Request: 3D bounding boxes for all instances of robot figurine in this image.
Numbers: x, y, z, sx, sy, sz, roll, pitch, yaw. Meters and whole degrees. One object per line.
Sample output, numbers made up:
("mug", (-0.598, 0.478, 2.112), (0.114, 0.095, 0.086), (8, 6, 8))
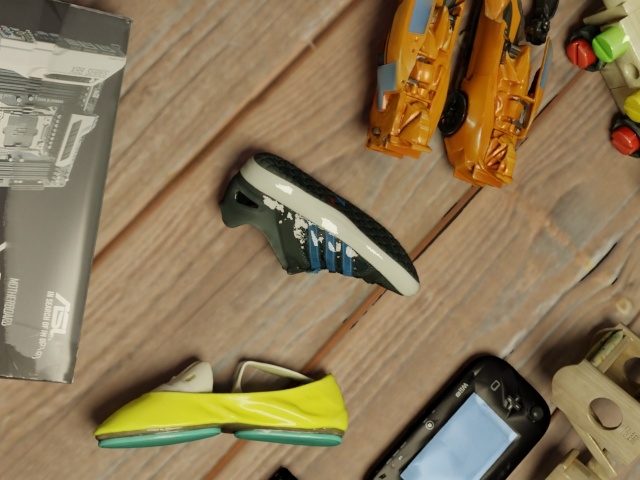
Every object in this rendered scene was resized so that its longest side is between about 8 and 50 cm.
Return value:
("robot figurine", (0.146, -0.206, 0.789), (0.211, 0.085, 0.291), (14, 89, -30))

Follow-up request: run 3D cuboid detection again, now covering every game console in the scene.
("game console", (0.070, 0.256, 0.819), (0.361, 0.044, 0.213), (-46, 103, -10))

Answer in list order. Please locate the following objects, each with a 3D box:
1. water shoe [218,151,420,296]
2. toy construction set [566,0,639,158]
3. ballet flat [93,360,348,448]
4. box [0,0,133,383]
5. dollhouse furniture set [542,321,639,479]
("water shoe", (0.000, 0.000, 0.788), (0.203, 0.073, 0.080), (36, 109, -14))
("toy construction set", (0.356, -0.160, 0.792), (0.151, 0.215, 0.328), (-18, 97, -15))
("ballet flat", (-0.085, 0.147, 0.765), (0.230, 0.077, 0.077), (4, 70, -18))
("box", (-0.298, -0.051, 0.687), (0.242, 0.076, 0.308), (10, 89, -16))
("dollhouse furniture set", (0.291, 0.171, 0.880), (0.101, 0.161, 0.182), (41, 35, 20))
